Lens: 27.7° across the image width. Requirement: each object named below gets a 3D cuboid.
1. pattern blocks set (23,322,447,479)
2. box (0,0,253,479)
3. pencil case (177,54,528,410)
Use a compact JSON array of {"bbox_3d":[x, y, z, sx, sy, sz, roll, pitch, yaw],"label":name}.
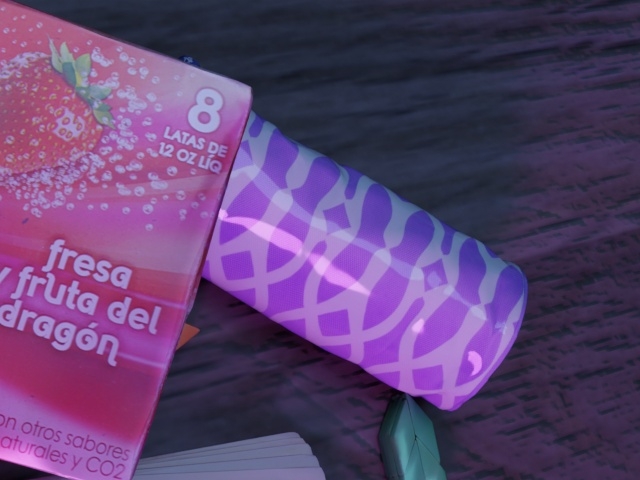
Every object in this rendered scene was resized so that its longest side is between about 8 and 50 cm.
[{"bbox_3d":[-0.069,0.160,0.551,0.325,0.026,0.285,-15,77,-30],"label":"pattern blocks set"},{"bbox_3d":[-0.192,-0.030,0.458,0.300,0.154,0.142,18,86,-11],"label":"box"},{"bbox_3d":[0.000,0.000,0.618,0.206,0.086,0.088,33,30,-9],"label":"pencil case"}]
